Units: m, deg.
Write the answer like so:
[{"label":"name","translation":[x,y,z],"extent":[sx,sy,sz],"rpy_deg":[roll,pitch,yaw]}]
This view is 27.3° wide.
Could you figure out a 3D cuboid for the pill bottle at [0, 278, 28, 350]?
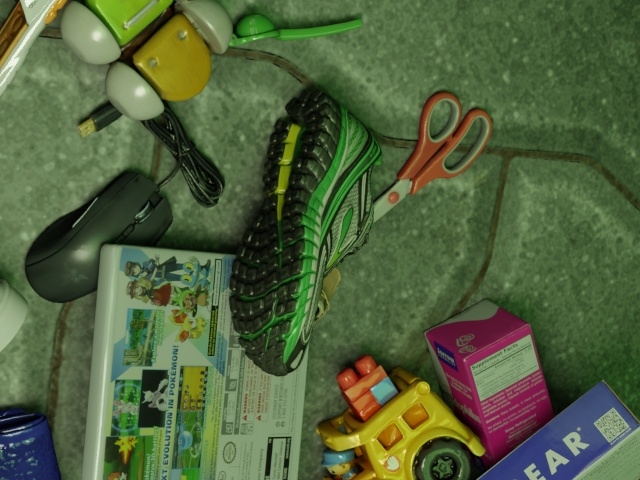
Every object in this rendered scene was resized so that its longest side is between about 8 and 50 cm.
[{"label":"pill bottle","translation":[-0.434,0.023,1.412],"extent":[0.136,0.136,0.246],"rpy_deg":[-46,119,-6]}]

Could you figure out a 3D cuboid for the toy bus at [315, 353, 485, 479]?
[{"label":"toy bus","translation":[0.070,0.263,1.734],"extent":[0.220,0.149,0.211],"rpy_deg":[-39,105,-8]}]

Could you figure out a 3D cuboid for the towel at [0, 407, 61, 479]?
[{"label":"towel","translation":[-0.411,0.359,1.570],"extent":[0.227,0.076,0.308],"rpy_deg":[-13,111,-14]}]

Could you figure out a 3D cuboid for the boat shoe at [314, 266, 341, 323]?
[{"label":"boat shoe","translation":[-0.013,0.081,1.627],"extent":[0.135,0.045,0.050],"rpy_deg":[-50,121,-27]}]

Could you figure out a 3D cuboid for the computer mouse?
[{"label":"computer mouse","translation":[-0.242,-0.049,1.525],"extent":[0.262,0.060,0.184],"rpy_deg":[-35,118,-12]}]

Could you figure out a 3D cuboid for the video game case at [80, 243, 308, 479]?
[{"label":"video game case","translation":[-0.141,0.178,1.578],"extent":[0.300,0.036,0.329],"rpy_deg":[6,89,-40]}]

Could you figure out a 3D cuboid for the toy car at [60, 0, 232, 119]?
[{"label":"toy car","translation":[-0.200,-0.235,1.444],"extent":[0.159,0.136,0.182],"rpy_deg":[-45,123,-13]}]

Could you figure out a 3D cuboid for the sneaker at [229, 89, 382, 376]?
[{"label":"sneaker","translation":[0.000,0.000,1.570],"extent":[0.146,0.134,0.344],"rpy_deg":[28,70,-34]}]

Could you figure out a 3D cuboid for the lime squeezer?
[{"label":"lime squeezer","translation":[-0.095,-0.272,1.541],"extent":[0.310,0.059,0.110],"rpy_deg":[23,65,-28]}]

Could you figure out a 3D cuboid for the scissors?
[{"label":"scissors","translation":[0.112,-0.062,1.712],"extent":[0.109,0.021,0.297],"rpy_deg":[38,86,-31]}]

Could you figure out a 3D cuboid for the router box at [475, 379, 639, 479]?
[{"label":"router box","translation":[0.306,0.360,1.789],"extent":[0.335,0.082,0.301],"rpy_deg":[-40,149,5]}]

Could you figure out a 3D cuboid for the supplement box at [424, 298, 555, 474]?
[{"label":"supplement box","translation":[0.239,0.209,1.806],"extent":[0.114,0.111,0.220],"rpy_deg":[-25,114,-17]}]

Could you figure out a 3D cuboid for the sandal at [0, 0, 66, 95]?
[{"label":"sandal","translation":[-0.322,-0.260,1.397],"extent":[0.076,0.102,0.265],"rpy_deg":[31,93,-32]}]
